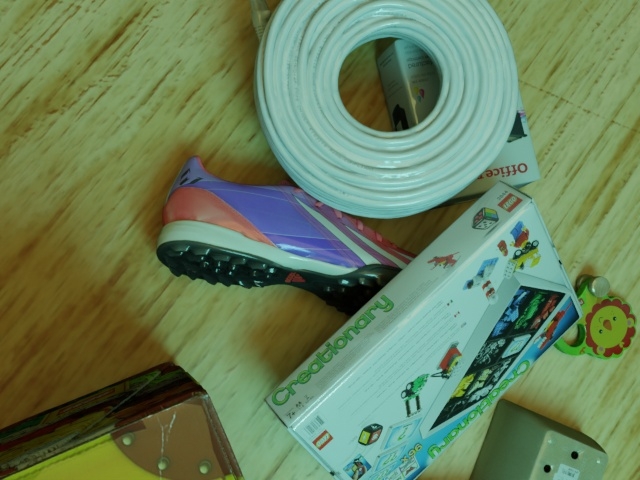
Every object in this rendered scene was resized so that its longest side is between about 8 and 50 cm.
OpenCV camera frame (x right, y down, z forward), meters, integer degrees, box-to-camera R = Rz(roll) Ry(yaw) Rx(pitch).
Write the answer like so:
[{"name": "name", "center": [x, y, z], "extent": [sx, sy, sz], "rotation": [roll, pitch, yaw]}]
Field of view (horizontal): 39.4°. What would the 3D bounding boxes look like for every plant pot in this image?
[{"name": "plant pot", "center": [0.234, 0.237, 0.926], "extent": [0.109, 0.096, 0.109], "rotation": [24, 80, -9]}]

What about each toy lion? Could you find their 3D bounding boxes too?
[{"name": "toy lion", "center": [0.300, 0.093, 0.990], "extent": [0.100, 0.034, 0.096], "rotation": [-33, 100, -13]}]

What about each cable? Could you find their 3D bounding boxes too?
[{"name": "cable", "center": [0.064, -0.151, 0.859], "extent": [0.257, 0.089, 0.256], "rotation": [-5, 87, -3]}]

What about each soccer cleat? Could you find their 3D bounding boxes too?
[{"name": "soccer cleat", "center": [0.000, 0.000, 0.899], "extent": [0.319, 0.108, 0.116], "rotation": [13, 64, -14]}]

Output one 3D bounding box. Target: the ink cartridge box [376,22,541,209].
[{"name": "ink cartridge box", "center": [0.147, -0.130, 0.953], "extent": [0.128, 0.072, 0.175], "rotation": [-13, 87, -14]}]

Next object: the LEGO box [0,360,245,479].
[{"name": "LEGO box", "center": [-0.100, 0.364, 0.701], "extent": [0.193, 0.372, 0.499], "rotation": [-22, 89, -13]}]

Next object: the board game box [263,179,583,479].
[{"name": "board game box", "center": [0.112, 0.110, 0.869], "extent": [0.305, 0.053, 0.193], "rotation": [-42, 132, -8]}]
